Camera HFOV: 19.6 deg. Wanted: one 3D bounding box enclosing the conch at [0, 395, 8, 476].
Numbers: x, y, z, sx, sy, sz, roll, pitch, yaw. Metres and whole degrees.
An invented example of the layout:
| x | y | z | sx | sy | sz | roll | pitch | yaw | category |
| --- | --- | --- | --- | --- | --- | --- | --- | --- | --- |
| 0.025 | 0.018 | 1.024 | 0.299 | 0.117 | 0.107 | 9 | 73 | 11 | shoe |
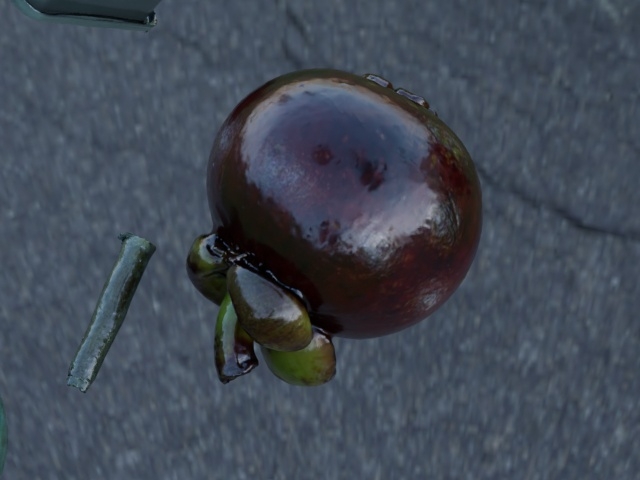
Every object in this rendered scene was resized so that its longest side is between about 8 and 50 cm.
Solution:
| x | y | z | sx | sy | sz | roll | pitch | yaw | category |
| --- | --- | --- | --- | --- | --- | --- | --- | --- | --- |
| -0.367 | 0.165 | 1.555 | 0.195 | 0.277 | 0.220 | -38 | 68 | -23 | conch |

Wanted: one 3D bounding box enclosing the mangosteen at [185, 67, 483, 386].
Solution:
| x | y | z | sx | sy | sz | roll | pitch | yaw | category |
| --- | --- | --- | --- | --- | --- | --- | --- | --- | --- |
| 0.000 | 0.000 | 1.389 | 0.215 | 0.215 | 0.257 | 29 | 87 | 16 | mangosteen |

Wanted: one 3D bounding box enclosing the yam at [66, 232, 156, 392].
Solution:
| x | y | z | sx | sy | sz | roll | pitch | yaw | category |
| --- | --- | --- | --- | --- | --- | --- | --- | --- | --- |
| -0.166 | 0.056 | 1.431 | 0.033 | 0.027 | 0.129 | 21 | 72 | 8 | yam |

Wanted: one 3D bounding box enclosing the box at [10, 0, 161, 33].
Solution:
| x | y | z | sx | sy | sz | roll | pitch | yaw | category |
| --- | --- | --- | --- | --- | --- | --- | --- | --- | --- |
| -0.213 | -0.301 | 1.749 | 0.135 | 0.243 | 0.163 | -40 | 74 | 23 | box |
